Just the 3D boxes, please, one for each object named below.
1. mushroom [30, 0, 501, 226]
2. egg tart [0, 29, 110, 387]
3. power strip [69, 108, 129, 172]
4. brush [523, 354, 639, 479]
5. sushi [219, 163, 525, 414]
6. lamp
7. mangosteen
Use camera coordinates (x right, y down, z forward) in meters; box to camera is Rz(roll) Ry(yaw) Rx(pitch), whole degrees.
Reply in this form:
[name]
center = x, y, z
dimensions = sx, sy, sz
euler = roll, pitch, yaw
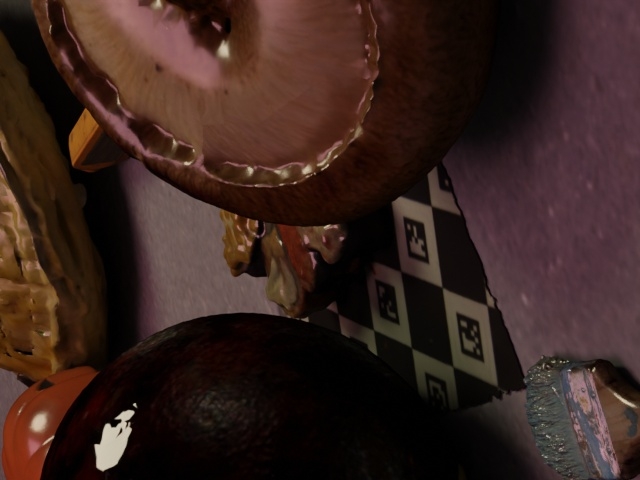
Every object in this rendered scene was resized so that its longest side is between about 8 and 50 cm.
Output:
[mushroom]
center = -0.036, -0.146, 0.933
dimensions = 0.297, 0.163, 0.278
euler = 32, 144, 23
[egg tart]
center = -0.341, -0.039, 1.658
dimensions = 0.443, 0.178, 0.443
euler = 56, 158, 36
[power strip]
center = -0.170, -0.089, 1.442
dimensions = 0.178, 0.049, 0.028
euler = 138, 120, -64
[brush]
center = 0.159, 0.085, 0.877
dimensions = 0.196, 0.021, 0.070
euler = -16, 89, 64
[sushi]
center = 0.000, 0.000, 1.128
dimensions = 0.290, 0.050, 0.264
euler = -35, 72, 64
[lamp]
center = -0.197, 0.202, 1.539
dimensions = 0.187, 0.164, 0.188
euler = 41, 140, 47
[mangosteen]
center = -0.047, 0.183, 1.058
dimensions = 0.288, 0.288, 0.288
euler = 44, 142, 49
